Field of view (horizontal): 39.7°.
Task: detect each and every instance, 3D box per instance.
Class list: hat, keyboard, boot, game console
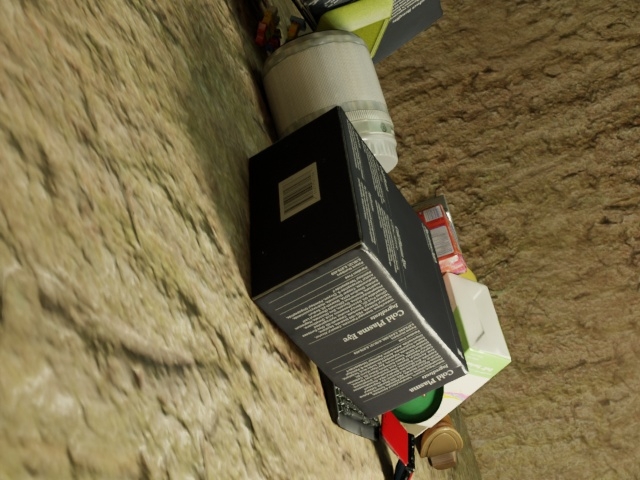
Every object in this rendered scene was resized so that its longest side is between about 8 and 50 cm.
[{"bbox_3d":[0.116,0.267,1.681,0.183,0.173,0.208,-8,79,-55],"label":"hat"},{"bbox_3d":[0.051,0.241,1.546,0.317,0.033,0.201,49,24,-68],"label":"keyboard"},{"bbox_3d":[0.286,0.436,2.227,0.283,0.109,0.220,58,17,-59],"label":"boot"},{"bbox_3d":[0.133,0.404,1.676,0.144,0.085,0.124,-64,175,-75],"label":"game console"}]

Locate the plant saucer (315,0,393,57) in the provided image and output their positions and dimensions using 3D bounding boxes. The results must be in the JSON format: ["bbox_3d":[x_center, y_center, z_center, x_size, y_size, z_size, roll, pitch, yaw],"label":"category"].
[{"bbox_3d":[0.066,-0.418,1.844,0.045,0.188,0.188,54,-29,17],"label":"plant saucer"}]

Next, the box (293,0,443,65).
[{"bbox_3d":[0.008,-0.679,1.955,0.480,0.297,0.472,57,5,13],"label":"box"}]

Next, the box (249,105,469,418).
[{"bbox_3d":[0.050,0.031,1.348,0.312,0.179,0.343,49,21,-34],"label":"box"}]

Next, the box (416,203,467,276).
[{"bbox_3d":[0.169,0.038,1.903,0.122,0.257,0.128,45,27,-62],"label":"box"}]

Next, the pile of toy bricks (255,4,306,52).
[{"bbox_3d":[-0.075,-0.389,1.889,0.212,0.118,0.105,74,40,-69],"label":"pile of toy bricks"}]

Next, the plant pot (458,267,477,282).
[{"bbox_3d":[0.284,0.204,2.333,0.254,0.254,0.239,62,28,-42],"label":"plant pot"}]

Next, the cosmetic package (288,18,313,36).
[{"bbox_3d":[0.009,-0.450,2.309,0.296,0.129,0.153,-98,167,-45],"label":"cosmetic package"}]

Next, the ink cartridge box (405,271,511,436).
[{"bbox_3d":[0.233,0.261,1.923,0.119,0.353,0.207,17,42,-28],"label":"ink cartridge box"}]

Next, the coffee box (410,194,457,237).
[{"bbox_3d":[0.245,-0.027,2.464,0.141,0.246,0.098,-81,152,-68],"label":"coffee box"}]

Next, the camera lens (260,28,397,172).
[{"bbox_3d":[0.017,-0.250,1.713,0.219,0.219,0.274,35,37,-74],"label":"camera lens"}]
